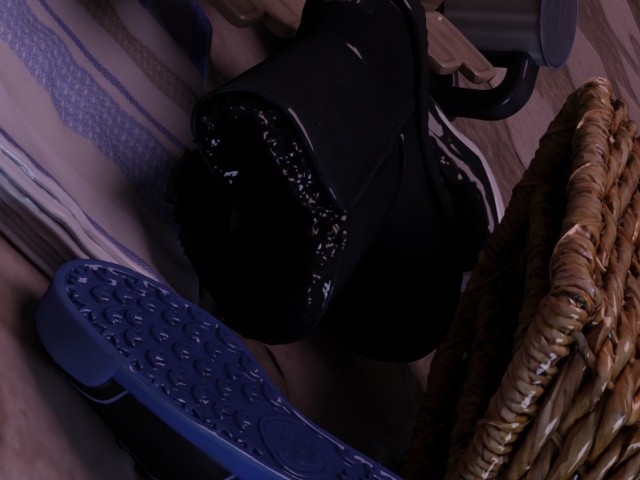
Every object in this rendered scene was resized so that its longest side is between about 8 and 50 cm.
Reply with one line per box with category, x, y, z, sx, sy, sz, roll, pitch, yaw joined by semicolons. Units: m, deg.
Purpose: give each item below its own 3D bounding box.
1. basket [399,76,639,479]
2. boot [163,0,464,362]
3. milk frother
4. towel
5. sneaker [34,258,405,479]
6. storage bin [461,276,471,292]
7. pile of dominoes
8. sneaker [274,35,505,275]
basket;0.115;0.085;0.959;0.223;0.213;0.299;53;25;-17
boot;0.000;0.000;0.915;0.207;0.094;0.246;-54;145;-54
milk frother;0.127;-0.151;1.345;0.143;0.134;0.129;-4;100;-64
towel;-0.116;-0.089;0.871;0.209;0.034;0.285;49;26;-35
sneaker;-0.042;0.108;0.774;0.232;0.090;0.081;39;26;-3
storage bin;0.156;0.049;1.262;0.135;0.098;0.091;-87;155;-51
pile of dominoes;-0.024;-0.167;1.066;0.251;0.040;0.196;6;43;-43
sneaker;0.034;-0.070;1.141;0.217;0.079;0.121;61;24;15
